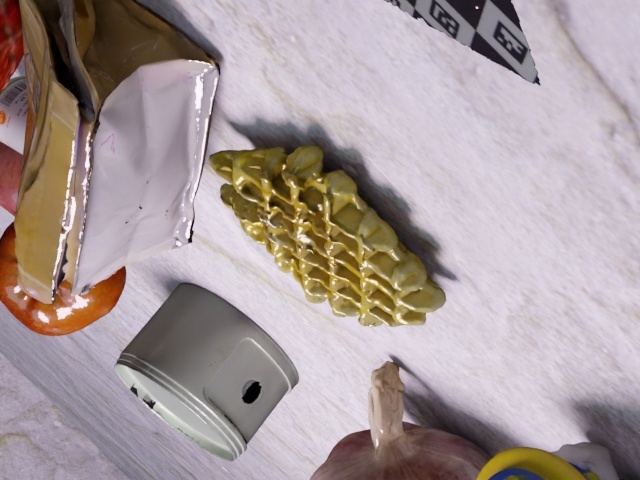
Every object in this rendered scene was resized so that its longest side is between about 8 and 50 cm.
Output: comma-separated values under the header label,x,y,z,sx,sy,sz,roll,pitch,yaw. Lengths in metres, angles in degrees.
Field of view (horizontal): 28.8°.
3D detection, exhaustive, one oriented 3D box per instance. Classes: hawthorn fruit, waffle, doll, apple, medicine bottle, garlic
label,x,y,z,sx,sy,sz,roll,pitch,yaw
hawthorn fruit,-0.380,0.039,1.843,0.196,0.196,0.225,41,-175,-3
waffle,0.001,-0.002,1.237,0.250,0.056,0.261,48,156,-25
doll,0.234,0.269,1.264,0.311,0.242,0.160,-1,102,62
apple,-0.360,-0.079,1.600,0.153,0.120,0.153,34,160,14
medicine bottle,-0.302,-0.120,1.467,0.183,0.086,0.086,30,158,25
garlic,0.095,0.267,1.475,0.245,0.245,0.253,13,114,50

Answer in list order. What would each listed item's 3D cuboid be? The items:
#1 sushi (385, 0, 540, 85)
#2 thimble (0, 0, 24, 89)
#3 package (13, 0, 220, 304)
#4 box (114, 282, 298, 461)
label,x,y,z,sx,sy,sz,roll,pitch,yaw
sushi,0.039,-0.218,0.715,0.231,0.047,0.220,40,168,43
thimble,-0.468,-0.217,1.225,0.350,0.231,0.350,19,149,12
package,-0.242,-0.088,1.221,0.221,0.165,0.311,34,144,10
box,-0.164,0.191,1.788,0.226,0.149,0.226,33,159,14
